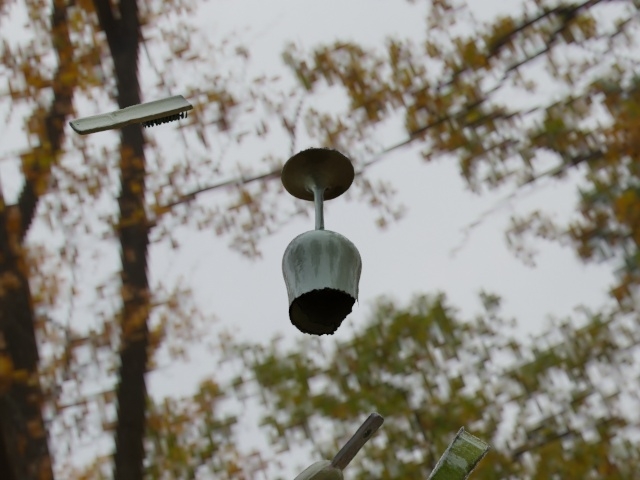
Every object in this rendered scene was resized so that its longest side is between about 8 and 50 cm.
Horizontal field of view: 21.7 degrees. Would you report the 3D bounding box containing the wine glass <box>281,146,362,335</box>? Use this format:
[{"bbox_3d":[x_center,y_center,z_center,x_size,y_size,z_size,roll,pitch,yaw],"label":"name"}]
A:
[{"bbox_3d":[0.000,0.000,1.631,0.079,0.195,0.079,-1,-44,-1],"label":"wine glass"}]

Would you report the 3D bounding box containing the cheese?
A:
[{"bbox_3d":[0.006,0.274,1.926,0.192,0.037,0.097,-50,-28,0],"label":"cheese"}]

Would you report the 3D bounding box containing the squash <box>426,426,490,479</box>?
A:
[{"bbox_3d":[0.117,0.314,1.900,0.041,0.219,0.219,33,-51,9],"label":"squash"}]

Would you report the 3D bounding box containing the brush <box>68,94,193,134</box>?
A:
[{"bbox_3d":[-0.119,-0.076,1.049,0.084,0.016,0.013,-16,-43,-35],"label":"brush"}]
